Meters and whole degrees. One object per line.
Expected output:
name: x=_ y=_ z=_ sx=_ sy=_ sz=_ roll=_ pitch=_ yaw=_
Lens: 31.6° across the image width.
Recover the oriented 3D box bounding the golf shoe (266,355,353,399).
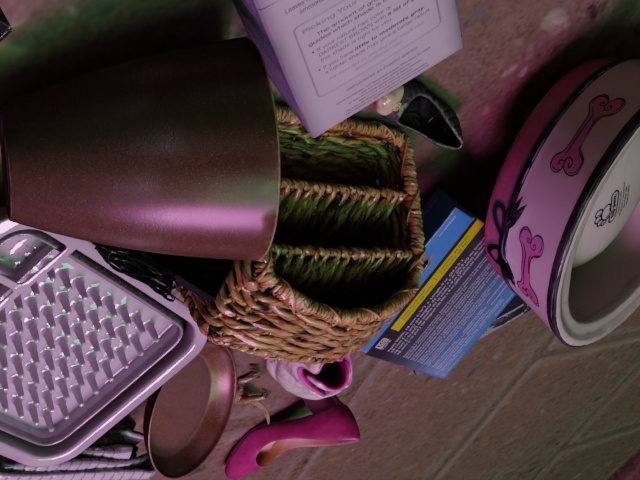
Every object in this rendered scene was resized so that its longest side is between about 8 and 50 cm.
golf shoe: x=-0.010 y=0.185 z=1.641 sx=0.115 sy=0.140 sz=0.306 roll=-31 pitch=152 yaw=-7

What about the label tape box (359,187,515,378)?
label tape box: x=0.149 y=0.056 z=1.599 sx=0.240 sy=0.106 sz=0.334 roll=-52 pitch=148 yaw=8

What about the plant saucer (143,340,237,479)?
plant saucer: x=-0.186 y=0.230 z=1.562 sx=0.198 sy=0.036 sz=0.198 roll=-35 pitch=132 yaw=-50

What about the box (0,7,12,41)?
box: x=-0.352 y=-0.173 z=0.846 sx=0.147 sy=0.077 sz=0.180 roll=-39 pitch=150 yaw=9

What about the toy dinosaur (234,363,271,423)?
toy dinosaur: x=-0.121 y=0.231 z=1.704 sx=0.092 sy=0.053 sz=0.183 roll=-33 pitch=147 yaw=32

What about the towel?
towel: x=-0.390 y=0.327 z=1.507 sx=0.284 sy=0.121 sz=0.235 roll=9 pitch=128 yaw=-48

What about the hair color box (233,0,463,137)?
hair color box: x=0.004 y=-0.270 z=1.013 sx=0.185 sy=0.113 sz=0.374 roll=-32 pitch=151 yaw=-4

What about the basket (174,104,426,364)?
basket: x=0.000 y=0.000 z=1.302 sx=0.299 sy=0.213 sz=0.223 roll=6 pitch=133 yaw=-48

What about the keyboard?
keyboard: x=-0.186 y=0.005 z=1.146 sx=0.038 sy=0.192 sz=0.100 roll=-55 pitch=-175 yaw=37

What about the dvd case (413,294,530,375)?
dvd case: x=0.252 y=0.128 z=1.919 sx=0.239 sy=0.029 sz=0.179 roll=-29 pitch=150 yaw=-7

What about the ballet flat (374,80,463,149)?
ballet flat: x=0.124 y=-0.152 z=1.364 sx=0.057 sy=0.049 sz=0.173 roll=-47 pitch=148 yaw=21

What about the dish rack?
dish rack: x=-0.316 y=0.103 z=1.237 sx=0.285 sy=0.072 sz=0.333 roll=-41 pitch=137 yaw=9

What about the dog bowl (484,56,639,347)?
dog bowl: x=0.383 y=-0.067 z=1.536 sx=0.408 sy=0.150 sz=0.408 roll=-33 pitch=141 yaw=-32

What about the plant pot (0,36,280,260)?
plant pot: x=-0.177 y=-0.078 z=1.058 sx=0.230 sy=0.215 sz=0.215 roll=-5 pitch=142 yaw=-18

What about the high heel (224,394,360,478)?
high heel: x=-0.047 y=0.346 z=1.858 sx=0.244 sy=0.117 sz=0.082 roll=-38 pitch=150 yaw=7
